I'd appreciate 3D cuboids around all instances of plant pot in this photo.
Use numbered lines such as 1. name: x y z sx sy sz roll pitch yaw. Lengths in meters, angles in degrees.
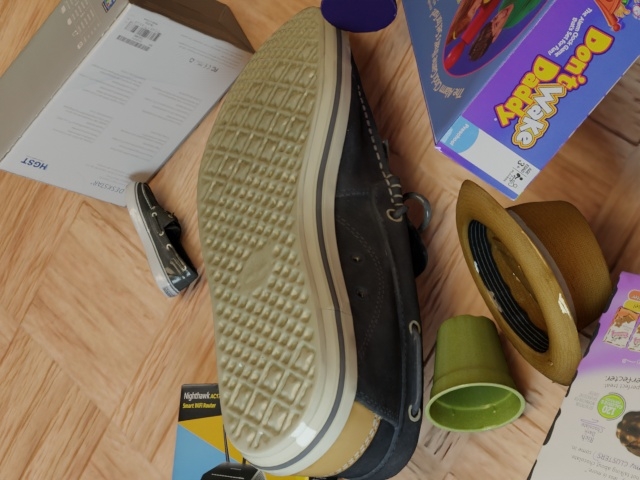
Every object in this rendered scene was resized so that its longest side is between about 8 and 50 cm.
1. plant pot: 0.126 0.107 1.425 0.083 0.083 0.079 -29 48 33

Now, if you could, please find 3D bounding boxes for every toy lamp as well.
1. toy lamp: 0.041 -0.326 1.597 0.080 0.080 0.274 -20 51 37

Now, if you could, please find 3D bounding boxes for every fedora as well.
1. fedora: 0.181 0.022 1.370 0.079 0.194 0.194 -25 53 -11

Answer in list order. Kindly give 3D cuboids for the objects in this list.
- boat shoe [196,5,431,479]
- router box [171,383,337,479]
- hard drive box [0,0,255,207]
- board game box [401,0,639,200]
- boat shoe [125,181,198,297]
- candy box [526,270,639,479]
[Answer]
1. boat shoe: 0.000 0.000 1.519 0.187 0.156 0.500 -36 43 33
2. router box: -0.062 0.201 1.583 0.179 0.046 0.133 -6 74 41
3. hard drive box: -0.211 -0.158 1.730 0.232 0.181 0.089 -47 51 22
4. board game box: 0.175 -0.209 1.347 0.233 0.078 0.347 -50 18 21
5. boat shoe: -0.161 -0.006 1.738 0.040 0.049 0.142 -29 59 11
6. candy box: 0.265 0.136 1.256 0.165 0.070 0.196 15 72 43
